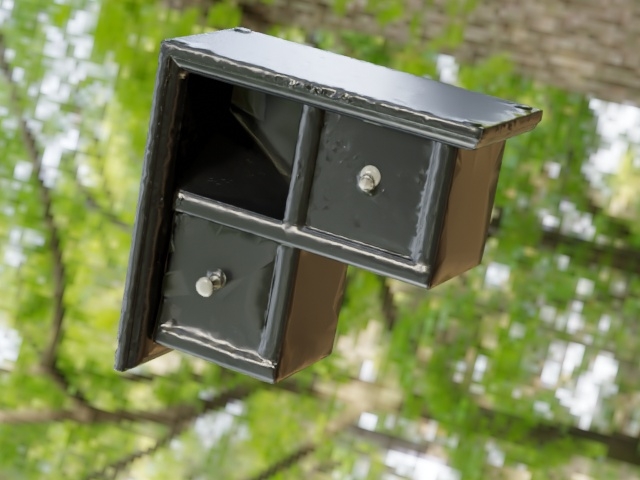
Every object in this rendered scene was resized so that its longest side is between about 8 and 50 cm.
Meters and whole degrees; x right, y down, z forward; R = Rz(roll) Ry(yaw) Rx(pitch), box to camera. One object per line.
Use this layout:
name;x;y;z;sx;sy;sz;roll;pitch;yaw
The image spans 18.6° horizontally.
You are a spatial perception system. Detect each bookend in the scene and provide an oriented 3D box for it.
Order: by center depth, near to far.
bookend;0.000;0.000;0.872;0.072;0.156;0.157;-22;-54;-61
